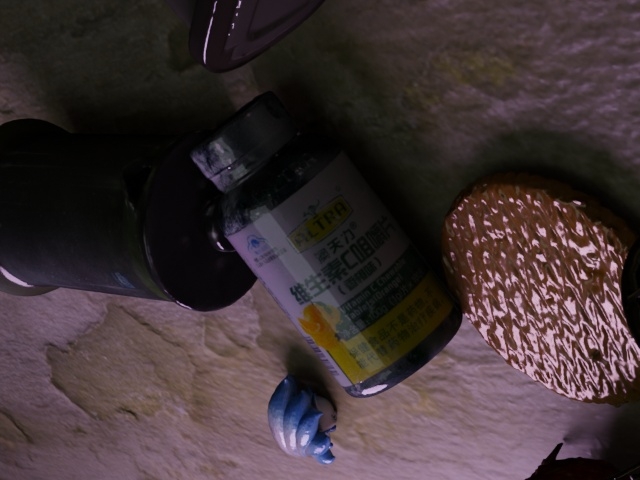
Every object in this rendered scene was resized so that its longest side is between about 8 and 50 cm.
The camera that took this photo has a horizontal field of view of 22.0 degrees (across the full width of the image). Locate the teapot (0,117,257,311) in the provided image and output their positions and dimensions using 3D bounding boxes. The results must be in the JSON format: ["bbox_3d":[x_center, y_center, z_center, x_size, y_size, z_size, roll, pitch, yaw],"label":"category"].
[{"bbox_3d":[-0.192,-0.013,1.753,0.337,0.200,0.270,5,153,43],"label":"teapot"}]

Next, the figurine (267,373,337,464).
[{"bbox_3d":[-0.021,0.195,1.859,0.114,0.079,0.114,162,90,-84],"label":"figurine"}]

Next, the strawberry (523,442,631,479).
[{"bbox_3d":[0.253,0.353,1.594,0.292,0.292,0.343,9,107,42],"label":"strawberry"}]

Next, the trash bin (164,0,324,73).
[{"bbox_3d":[-0.088,-0.308,1.311,0.250,0.219,0.220,45,144,16],"label":"trash bin"}]

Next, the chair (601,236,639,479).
[{"bbox_3d":[0.304,0.064,1.295,0.170,0.160,0.326,50,143,0],"label":"chair"}]

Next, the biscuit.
[{"bbox_3d":[0.214,0.043,1.481,0.254,0.035,0.254,28,142,24],"label":"biscuit"}]

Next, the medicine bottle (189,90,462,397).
[{"bbox_3d":[0.000,0.000,1.578,0.293,0.141,0.141,53,146,-7],"label":"medicine bottle"}]
